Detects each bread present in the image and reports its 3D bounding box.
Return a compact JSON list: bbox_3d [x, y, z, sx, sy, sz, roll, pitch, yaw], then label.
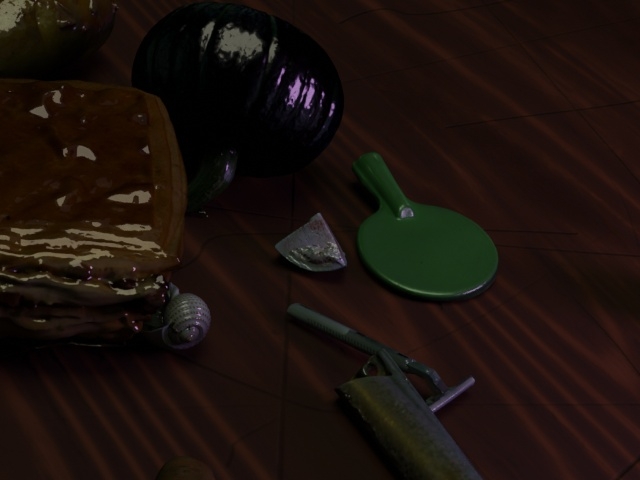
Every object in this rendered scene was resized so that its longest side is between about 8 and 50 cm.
[{"bbox_3d":[-0.282,-0.019,1.919,0.277,0.167,0.324,3,43,-11],"label":"bread"}]

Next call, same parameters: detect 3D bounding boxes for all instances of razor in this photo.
[{"bbox_3d":[0.052,0.113,1.923,0.211,0.036,0.084,30,37,27],"label":"razor"}]

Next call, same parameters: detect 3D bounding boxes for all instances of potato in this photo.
[{"bbox_3d":[-0.384,-0.266,2.278,0.176,0.141,0.298,25,36,37],"label":"potato"}]

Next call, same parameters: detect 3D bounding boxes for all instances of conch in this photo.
[{"bbox_3d":[-0.150,0.084,1.900,0.076,0.056,0.085,-25,21,-4],"label":"conch"}]

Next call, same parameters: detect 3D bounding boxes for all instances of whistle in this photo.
[{"bbox_3d":[0.113,0.218,1.760,0.057,0.068,0.326,37,10,-44],"label":"whistle"}]

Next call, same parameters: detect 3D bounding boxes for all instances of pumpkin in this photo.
[{"bbox_3d":[-0.103,-0.143,2.129,0.248,0.248,0.248,7,34,-4],"label":"pumpkin"}]

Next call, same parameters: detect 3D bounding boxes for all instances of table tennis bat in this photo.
[{"bbox_3d":[0.103,-0.015,2.127,0.160,0.039,0.257,-9,43,-24],"label":"table tennis bat"}]

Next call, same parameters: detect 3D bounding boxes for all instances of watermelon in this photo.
[{"bbox_3d":[0.000,0.000,2.051,0.085,0.061,0.085,1,27,-1],"label":"watermelon"}]

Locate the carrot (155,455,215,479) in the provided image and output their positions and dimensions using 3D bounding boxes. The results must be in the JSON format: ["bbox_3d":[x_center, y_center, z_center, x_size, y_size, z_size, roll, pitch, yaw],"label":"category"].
[{"bbox_3d":[-0.113,0.263,1.554,0.070,0.070,0.342,5,13,-6],"label":"carrot"}]
